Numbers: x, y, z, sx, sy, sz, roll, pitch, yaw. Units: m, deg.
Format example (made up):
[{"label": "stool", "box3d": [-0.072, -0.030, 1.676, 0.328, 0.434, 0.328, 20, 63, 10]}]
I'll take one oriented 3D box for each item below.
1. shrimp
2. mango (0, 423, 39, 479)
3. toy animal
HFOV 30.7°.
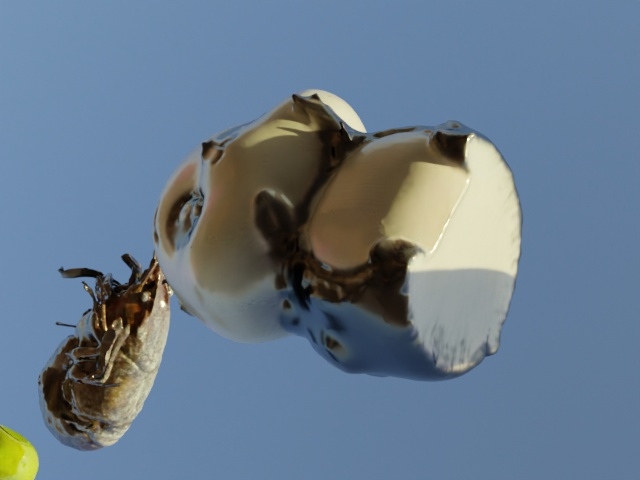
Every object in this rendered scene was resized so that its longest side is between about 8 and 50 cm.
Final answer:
[{"label": "shrimp", "box3d": [-0.232, 0.091, 1.351, 0.145, 0.116, 0.343, 39, -72, 35]}, {"label": "mango", "box3d": [-0.315, 0.196, 1.104, 0.108, 0.073, 0.056, 37, -107, 2]}, {"label": "toy animal", "box3d": [0.000, 0.000, 1.050, 0.310, 0.251, 0.250, 13, -110, 34]}]
